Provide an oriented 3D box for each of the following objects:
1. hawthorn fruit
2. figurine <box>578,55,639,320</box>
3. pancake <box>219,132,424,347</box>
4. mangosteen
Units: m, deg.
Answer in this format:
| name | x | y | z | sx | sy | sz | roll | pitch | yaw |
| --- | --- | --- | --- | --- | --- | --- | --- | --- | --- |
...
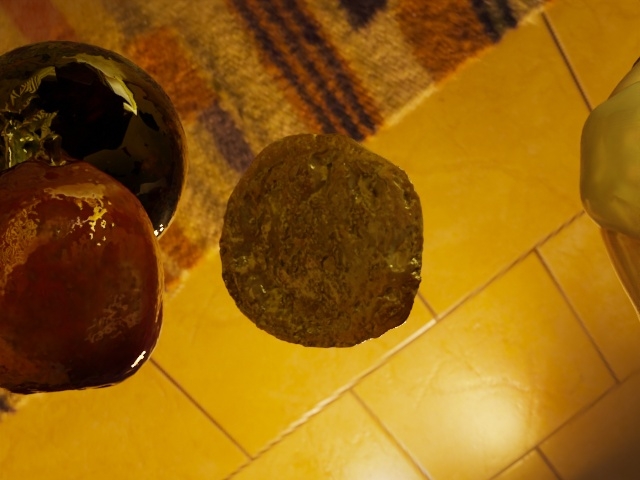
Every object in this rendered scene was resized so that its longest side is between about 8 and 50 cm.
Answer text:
| name | x | y | z | sx | sy | sz | roll | pitch | yaw |
| --- | --- | --- | --- | --- | --- | --- | --- | --- | --- |
| hawthorn fruit | -0.193 | 0.017 | 0.704 | 0.169 | 0.169 | 0.188 | 3 | 98 | -21 |
| figurine | 0.299 | -0.045 | 0.473 | 0.196 | 0.323 | 0.320 | 13 | 74 | -41 |
| pancake | 0.000 | 0.000 | 0.583 | 0.139 | 0.139 | 0.022 | -60 | 158 | 15 |
| mangosteen | -0.248 | -0.067 | 0.859 | 0.231 | 0.289 | 0.231 | 2 | 97 | 14 |
